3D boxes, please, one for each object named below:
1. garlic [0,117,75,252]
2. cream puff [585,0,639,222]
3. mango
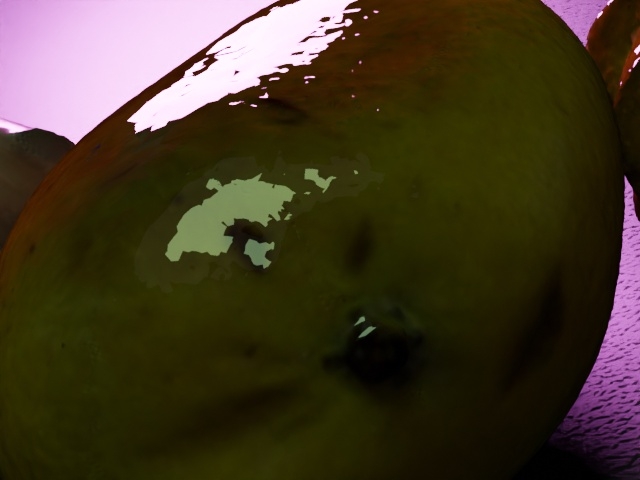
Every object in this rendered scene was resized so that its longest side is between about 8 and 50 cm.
[{"bbox_3d":[-0.212,-0.022,1.087,0.210,0.292,0.237,-35,67,9],"label":"garlic"},{"bbox_3d":[0.253,-0.087,0.993,0.269,0.155,0.241,-28,31,-31],"label":"cream puff"},{"bbox_3d":[0.000,0.000,0.921,0.301,0.220,0.445,-27,15,18],"label":"mango"}]
